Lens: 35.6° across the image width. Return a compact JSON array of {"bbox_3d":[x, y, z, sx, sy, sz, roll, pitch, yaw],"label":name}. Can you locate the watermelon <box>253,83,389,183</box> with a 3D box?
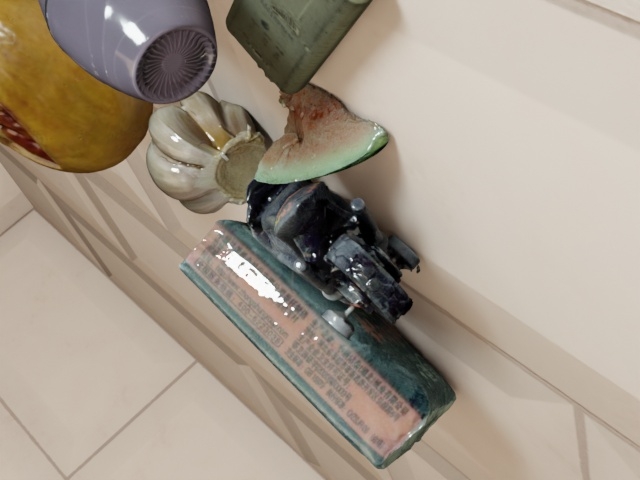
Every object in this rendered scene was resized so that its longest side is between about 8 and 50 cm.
[{"bbox_3d":[-0.004,-0.087,0.893,0.155,0.101,0.080,22,140,37],"label":"watermelon"}]

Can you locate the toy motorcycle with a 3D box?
[{"bbox_3d":[0.000,0.000,0.995,0.173,0.108,0.307,45,176,-11],"label":"toy motorcycle"}]

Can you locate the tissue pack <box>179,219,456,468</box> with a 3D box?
[{"bbox_3d":[0.007,0.109,1.150,0.315,0.103,0.228,43,-171,15],"label":"tissue pack"}]

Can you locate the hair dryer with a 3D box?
[{"bbox_3d":[-0.180,-0.302,0.718,0.301,0.121,0.361,50,153,33],"label":"hair dryer"}]

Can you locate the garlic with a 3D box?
[{"bbox_3d":[-0.139,-0.119,1.105,0.194,0.127,0.131,60,178,37],"label":"garlic"}]

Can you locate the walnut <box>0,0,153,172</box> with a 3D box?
[{"bbox_3d":[-0.337,-0.211,1.204,0.298,0.203,0.203,42,166,-19],"label":"walnut"}]

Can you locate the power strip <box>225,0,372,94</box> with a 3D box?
[{"bbox_3d":[-0.024,-0.180,0.787,0.092,0.034,0.268,48,164,-3],"label":"power strip"}]
